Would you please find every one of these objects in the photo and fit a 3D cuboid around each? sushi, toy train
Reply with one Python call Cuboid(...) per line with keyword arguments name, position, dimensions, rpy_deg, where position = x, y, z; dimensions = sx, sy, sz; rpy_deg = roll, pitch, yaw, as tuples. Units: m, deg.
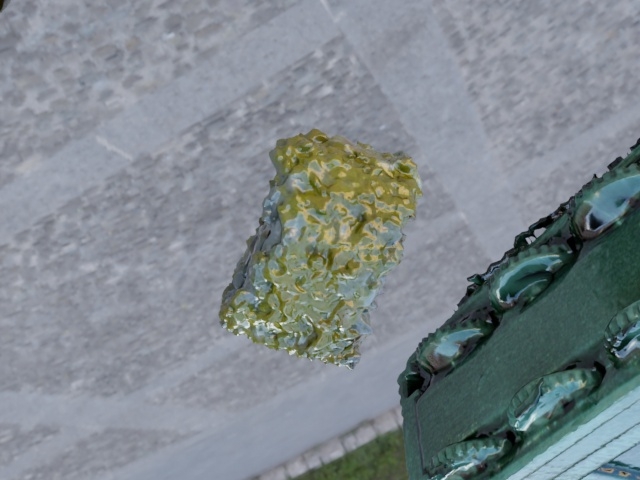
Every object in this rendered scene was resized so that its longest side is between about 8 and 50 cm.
Cuboid(name="sushi", position=(0.000, 0.000, 1.444), dimensions=(0.396, 0.240, 0.351), rpy_deg=(-130, -119, -85))
Cuboid(name="toy train", position=(0.185, 0.075, 0.579), dimensions=(0.178, 0.138, 0.330), rpy_deg=(18, 137, -22))

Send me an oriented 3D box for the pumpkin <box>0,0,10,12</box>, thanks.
Cuboid(name="pumpkin", position=(-0.319, -0.239, 0.756), dimensions=(0.222, 0.317, 0.139), rpy_deg=(19, 126, -18))
